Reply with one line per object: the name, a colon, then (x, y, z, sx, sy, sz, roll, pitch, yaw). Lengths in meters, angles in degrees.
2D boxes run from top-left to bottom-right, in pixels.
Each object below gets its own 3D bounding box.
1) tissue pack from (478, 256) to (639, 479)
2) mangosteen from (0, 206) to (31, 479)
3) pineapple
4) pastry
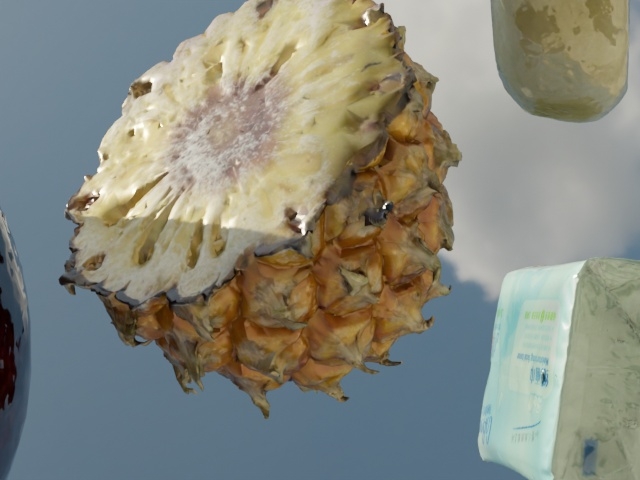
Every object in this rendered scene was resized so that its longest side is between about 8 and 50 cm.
tissue pack: (0.191, 0.104, 1.063, 0.089, 0.263, 0.177, 8, -93, -2)
mangosteen: (-0.260, 0.051, 0.507, 0.300, 0.300, 0.300, 15, -118, -31)
pineapple: (-0.003, 0.001, 0.548, 0.137, 0.161, 0.176, 49, -173, -39)
pastry: (0.162, -0.156, 0.914, 0.156, 0.092, 0.156, 1, -90, -77)
